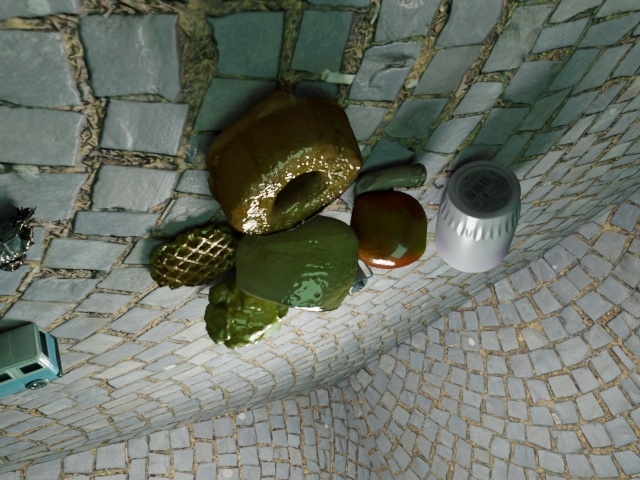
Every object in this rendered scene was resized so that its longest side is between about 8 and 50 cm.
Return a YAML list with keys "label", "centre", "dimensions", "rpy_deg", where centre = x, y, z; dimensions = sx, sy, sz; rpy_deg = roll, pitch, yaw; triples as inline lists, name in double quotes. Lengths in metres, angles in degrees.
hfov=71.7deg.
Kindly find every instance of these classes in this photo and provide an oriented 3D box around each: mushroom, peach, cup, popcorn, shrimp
- label: "mushroom"
  centre: [0.182, -0.161, 1.183]
  dimensions: [0.209, 0.071, 0.084]
  rpy_deg: [-12, -179, -20]
- label: "peach"
  centre: [0.188, -0.032, 1.244]
  dimensions: [0.231, 0.230, 0.231]
  rpy_deg: [-20, 154, -11]
- label: "cup"
  centre: [0.113, 0.111, 1.553]
  dimensions: [0.128, 0.129, 0.095]
  rpy_deg: [-19, 154, -13]
- label: "popcorn"
  centre: [-0.234, 0.200, 1.308]
  dimensions: [0.250, 0.235, 0.241]
  rpy_deg: [-13, 130, -45]
- label: "cup"
  centre: [0.502, -0.068, 1.426]
  dimensions: [0.254, 0.253, 0.371]
  rpy_deg: [-26, 153, 0]
- label: "shrimp"
  centre: [-0.549, -0.006, 0.790]
  dimensions: [0.079, 0.090, 0.233]
  rpy_deg: [39, 130, -26]

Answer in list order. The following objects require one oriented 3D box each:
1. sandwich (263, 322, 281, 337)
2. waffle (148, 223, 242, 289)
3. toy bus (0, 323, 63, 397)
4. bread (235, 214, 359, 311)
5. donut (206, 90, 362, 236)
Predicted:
- label: "sandwich"
  centre: [-0.260, 0.337, 1.720]
  dimensions: [0.215, 0.065, 0.186]
  rpy_deg: [-16, 153, -17]
- label: "waffle"
  centre: [-0.316, 0.041, 1.140]
  dimensions: [0.244, 0.058, 0.237]
  rpy_deg: [-17, 150, -22]
- label: "toy bus"
  centre: [-0.824, 0.318, 1.109]
  dimensions: [0.272, 0.133, 0.164]
  rpy_deg: [-18, 148, -20]
- label: "bread"
  centre: [-0.053, 0.045, 1.135]
  dimensions: [0.321, 0.237, 0.320]
  rpy_deg: [12, 180, 0]
- label: "donut"
  centre: [-0.070, -0.145, 0.893]
  dimensions: [0.300, 0.150, 0.317]
  rpy_deg: [-16, 153, -25]
